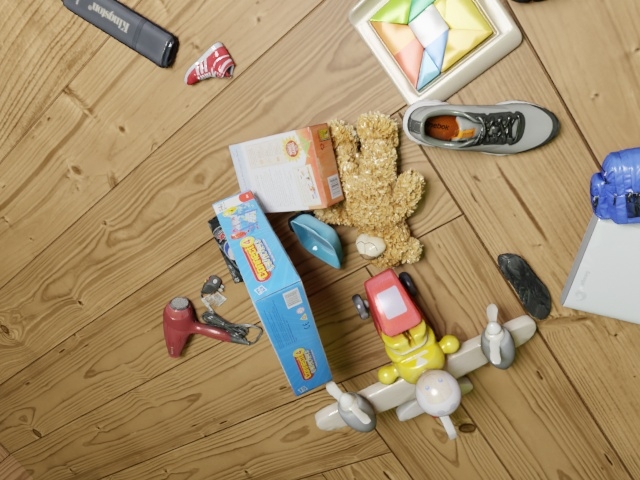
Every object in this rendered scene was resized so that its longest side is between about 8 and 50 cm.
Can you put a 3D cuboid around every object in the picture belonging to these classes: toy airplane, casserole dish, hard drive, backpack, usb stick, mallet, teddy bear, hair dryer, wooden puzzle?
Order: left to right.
[{"bbox_3d":[-0.429,-0.466,0.975,0.278,0.045,0.077,32,119,3],"label":"usb stick"},{"bbox_3d":[-0.323,0.242,1.225,0.293,0.080,0.223,-30,101,27],"label":"hair dryer"},{"bbox_3d":[-0.057,-0.111,1.015,0.062,0.039,0.189,-7,106,22],"label":"mallet"},{"bbox_3d":[0.000,0.000,0.986,0.114,0.188,0.037,31,74,21],"label":"casserole dish"},{"bbox_3d":[0.096,-0.091,0.930,0.245,0.113,0.338,9,115,17],"label":"teddy bear"},{"bbox_3d":[0.217,0.283,0.956,0.384,0.272,0.386,18,104,-12],"label":"toy airplane"},{"bbox_3d":[0.197,-0.378,0.811,0.221,0.044,0.238,-34,99,27],"label":"wooden puzzle"},{"bbox_3d":[0.527,-0.097,0.794,0.101,0.098,0.120,-5,112,24],"label":"backpack"},{"bbox_3d":[0.650,0.071,0.859,0.307,0.040,0.203,13,116,12],"label":"hard drive"}]

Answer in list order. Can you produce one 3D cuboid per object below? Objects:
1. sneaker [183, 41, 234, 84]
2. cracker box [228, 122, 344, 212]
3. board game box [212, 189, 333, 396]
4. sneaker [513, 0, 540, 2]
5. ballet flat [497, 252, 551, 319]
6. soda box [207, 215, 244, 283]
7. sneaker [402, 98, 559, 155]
[{"bbox_3d":[-0.232,-0.352,0.962,0.118,0.042,0.067,-35,95,25],"label":"sneaker"},{"bbox_3d":[-0.074,-0.142,0.942,0.232,0.067,0.155,-1,109,39],"label":"cracker box"},{"bbox_3d":[-0.097,0.103,0.924,0.086,0.302,0.308,-24,132,-10],"label":"board game box"},{"bbox_3d":[0.402,-0.463,0.690,0.262,0.099,0.121,-19,98,16],"label":"sneaker"},{"bbox_3d":[0.426,0.093,0.947,0.057,0.049,0.173,-35,105,-1],"label":"ballet flat"},{"bbox_3d":[-0.206,0.015,1.100,0.053,0.060,0.169,-15,107,22],"label":"soda box"},{"bbox_3d":[0.287,-0.196,0.815,0.271,0.108,0.100,2,113,3],"label":"sneaker"}]
